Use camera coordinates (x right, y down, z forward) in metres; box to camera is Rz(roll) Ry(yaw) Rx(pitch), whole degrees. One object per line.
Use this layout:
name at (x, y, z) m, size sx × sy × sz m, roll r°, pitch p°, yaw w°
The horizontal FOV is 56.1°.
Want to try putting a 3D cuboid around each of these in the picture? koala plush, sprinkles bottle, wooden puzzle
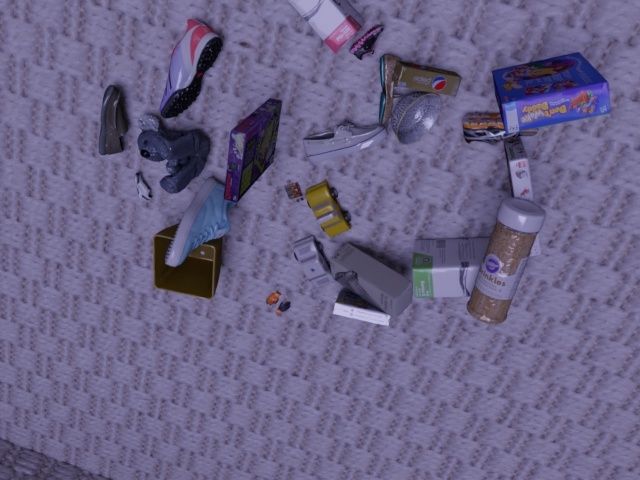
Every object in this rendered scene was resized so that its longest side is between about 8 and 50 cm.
koala plush at (-0.494, -0.293, 1.925) m, size 0.221 × 0.203 × 0.196 m, roll 23°, pitch 135°, yaw 23°
sprinkles bottle at (0.514, 0.061, 1.682) m, size 0.121 × 0.121 × 0.355 m, roll 13°, pitch 118°, yaw 5°
wooden puzzle at (-0.089, -0.163, 1.982) m, size 0.049 × 0.006 × 0.083 m, roll -13°, pitch 114°, yaw 18°

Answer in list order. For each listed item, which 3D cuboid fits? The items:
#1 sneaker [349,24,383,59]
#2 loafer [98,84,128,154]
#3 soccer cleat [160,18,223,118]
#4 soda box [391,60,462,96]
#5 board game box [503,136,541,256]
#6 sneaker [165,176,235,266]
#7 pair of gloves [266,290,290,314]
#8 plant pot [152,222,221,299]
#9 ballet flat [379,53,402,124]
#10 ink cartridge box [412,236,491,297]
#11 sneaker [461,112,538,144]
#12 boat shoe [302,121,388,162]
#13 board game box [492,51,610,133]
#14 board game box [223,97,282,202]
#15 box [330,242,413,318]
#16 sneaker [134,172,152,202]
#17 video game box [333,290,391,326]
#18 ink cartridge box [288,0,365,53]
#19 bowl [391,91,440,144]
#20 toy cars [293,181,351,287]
sneaker at (0.140, -0.560, 1.707) m, size 0.057 × 0.047 × 0.119 m, roll 43°, pitch 125°, yaw -19°
loafer at (-0.666, -0.387, 1.950) m, size 0.087 × 0.094 × 0.251 m, roll 6°, pitch 131°, yaw -19°
soccer cleat at (-0.415, -0.514, 1.823) m, size 0.116 × 0.109 × 0.318 m, roll 45°, pitch 121°, yaw 10°
soda box at (0.298, -0.453, 1.685) m, size 0.181 × 0.061 × 0.058 m, roll 7°, pitch 120°, yaw -15°
board game box at (0.587, -0.128, 1.751) m, size 0.053 × 0.193 × 0.305 m, roll -10°, pitch 114°, yaw 16°
sneaker at (-0.361, -0.049, 1.903) m, size 0.150 × 0.366 × 0.135 m, roll 28°, pitch 142°, yaw -9°
pair of gloves at (-0.155, 0.230, 2.201) m, size 0.083 × 0.010 × 0.074 m, roll 44°, pitch 117°, yaw -13°
plant pot at (-0.437, 0.049, 2.064) m, size 0.212 × 0.187 × 0.212 m, roll 11°, pitch 119°, yaw 5°
ballet flat at (0.205, -0.435, 1.744) m, size 0.067 × 0.073 × 0.206 m, roll -2°, pitch 121°, yaw -3°
ink cartridge box at (0.432, 0.082, 1.891) m, size 0.273 × 0.198 × 0.114 m, roll -2°, pitch 116°, yaw 13°
sneaker at (0.517, -0.319, 1.738) m, size 0.215 × 0.084 × 0.083 m, roll 6°, pitch 132°, yaw 13°
boat shoe at (0.070, -0.314, 1.823) m, size 0.268 × 0.096 × 0.088 m, roll -11°, pitch 116°, yaw 28°
board game box at (0.572, -0.383, 1.531) m, size 0.233 × 0.347 × 0.078 m, roll -9°, pitch 116°, yaw 17°
board game box at (-0.192, -0.271, 1.752) m, size 0.056 × 0.347 × 0.208 m, roll 19°, pitch 119°, yaw 5°
box at (0.163, 0.128, 1.949) m, size 0.275 × 0.094 × 0.113 m, roll 31°, pitch 147°, yaw 32°
sneaker at (-0.610, -0.185, 2.067) m, size 0.044 × 0.040 × 0.109 m, roll -9°, pitch 120°, yaw -2°
video game box at (0.144, 0.226, 2.025) m, size 0.187 × 0.205 × 0.048 m, roll 15°, pitch 98°, yaw 5°
ink cartridge box at (0.010, -0.631, 1.626) m, size 0.218 × 0.158 × 0.092 m, roll 44°, pitch 119°, yaw -12°
bowl at (0.259, -0.368, 1.738) m, size 0.080 × 0.170 × 0.170 m, roll 45°, pitch 124°, yaw 29°
toy cars at (0.000, 0.000, 2.003) m, size 0.177 × 0.087 × 0.393 m, roll 16°, pitch 120°, yaw 4°
